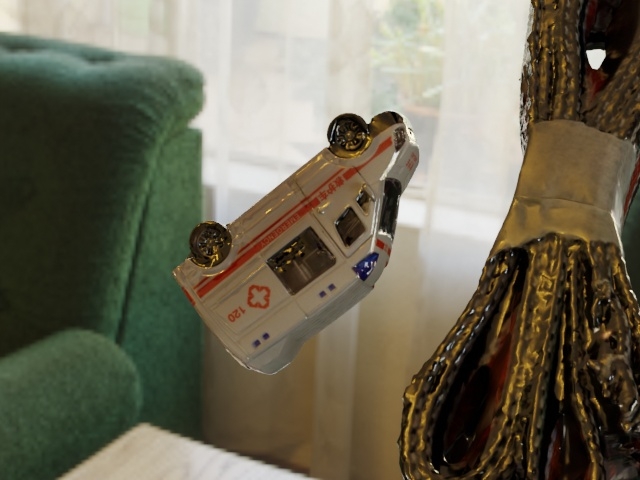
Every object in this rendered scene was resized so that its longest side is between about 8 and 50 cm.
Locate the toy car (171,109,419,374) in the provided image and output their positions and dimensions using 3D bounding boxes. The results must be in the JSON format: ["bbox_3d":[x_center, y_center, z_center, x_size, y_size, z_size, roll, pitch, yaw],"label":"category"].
[{"bbox_3d":[0.000,0.000,0.877,0.108,0.210,0.089,53,4,18],"label":"toy car"}]

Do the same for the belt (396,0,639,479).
[{"bbox_3d":[0.126,-0.007,0.606,0.126,0.094,0.359,4,59,18],"label":"belt"}]
